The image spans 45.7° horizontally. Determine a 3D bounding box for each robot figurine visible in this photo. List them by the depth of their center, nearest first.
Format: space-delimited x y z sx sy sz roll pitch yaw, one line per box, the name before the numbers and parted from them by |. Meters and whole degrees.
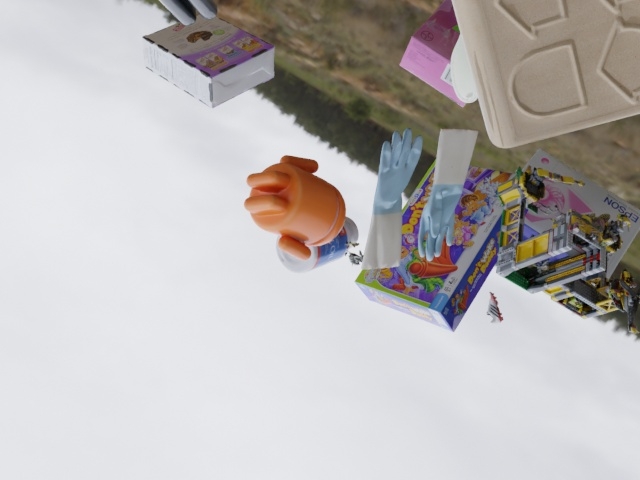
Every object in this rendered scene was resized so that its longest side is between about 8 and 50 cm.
robot figurine | -0.039 -0.063 1.353 0.219 0.128 0.158 22 -149 -51

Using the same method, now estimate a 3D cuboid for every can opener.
can opener | -0.223 -0.402 1.097 0.280 0.074 0.093 42 -141 -72

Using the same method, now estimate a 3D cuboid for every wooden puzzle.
wooden puzzle | 0.401 -0.338 1.192 0.080 0.347 0.322 -58 -48 -60

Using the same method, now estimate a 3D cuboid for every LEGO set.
LEGO set | 0.480 -0.003 1.375 0.331 0.192 0.255 35 -124 -19
LEGO set | 0.072 0.033 1.624 0.054 0.024 0.083 -4 143 34

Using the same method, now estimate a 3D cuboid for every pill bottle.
pill bottle | 0.000 0.000 1.910 0.124 0.124 0.221 39 -148 21

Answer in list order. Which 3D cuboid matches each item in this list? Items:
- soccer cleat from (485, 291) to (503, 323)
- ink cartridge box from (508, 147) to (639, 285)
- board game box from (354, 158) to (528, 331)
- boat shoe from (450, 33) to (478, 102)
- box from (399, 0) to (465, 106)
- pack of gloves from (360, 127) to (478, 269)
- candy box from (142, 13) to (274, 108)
soccer cleat | 0.407 0.160 1.803 0.029 0.035 0.083 59 -164 -60
ink cartridge box | 0.600 -0.034 1.900 0.324 0.071 0.330 35 -118 12
board game box | 0.261 -0.001 1.599 0.233 0.347 0.078 17 156 44
boat shoe | 0.380 -0.482 1.803 0.109 0.305 0.091 20 -151 37
box | 0.377 -0.524 2.074 0.213 0.117 0.243 36 -121 7
pack of gloves | 0.151 -0.074 1.236 0.195 0.232 0.046 -4 -157 -36
candy box | -0.212 -0.349 1.446 0.196 0.070 0.164 34 -130 27
